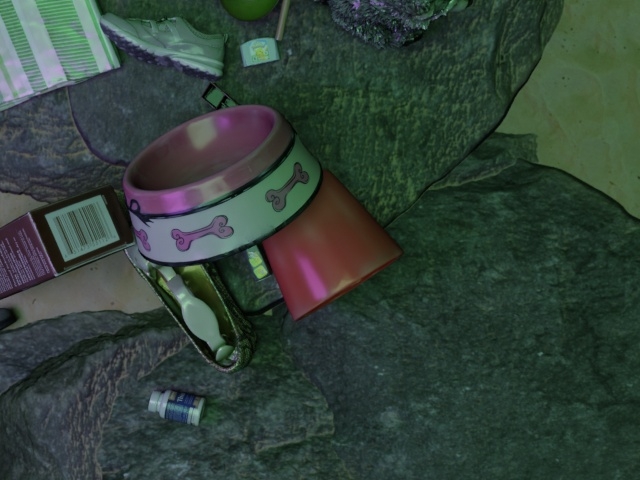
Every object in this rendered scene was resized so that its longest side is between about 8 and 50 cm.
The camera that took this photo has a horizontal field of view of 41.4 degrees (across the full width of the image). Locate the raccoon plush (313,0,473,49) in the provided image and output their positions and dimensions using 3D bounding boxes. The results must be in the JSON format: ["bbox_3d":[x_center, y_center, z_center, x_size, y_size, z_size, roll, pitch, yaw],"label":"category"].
[{"bbox_3d":[0.077,-0.504,1.707,0.447,0.299,0.216,-3,96,3],"label":"raccoon plush"}]

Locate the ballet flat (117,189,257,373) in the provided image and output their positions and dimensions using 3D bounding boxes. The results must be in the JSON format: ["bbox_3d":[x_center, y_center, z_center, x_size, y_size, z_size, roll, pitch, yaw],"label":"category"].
[{"bbox_3d":[-0.301,0.086,1.844,0.164,0.182,0.482,-34,93,4],"label":"ballet flat"}]

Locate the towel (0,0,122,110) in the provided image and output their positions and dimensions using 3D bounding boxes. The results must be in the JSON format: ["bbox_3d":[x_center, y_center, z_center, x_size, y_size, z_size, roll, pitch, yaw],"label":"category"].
[{"bbox_3d":[-0.628,-0.443,1.858,0.325,0.038,0.247,-17,106,5],"label":"towel"}]

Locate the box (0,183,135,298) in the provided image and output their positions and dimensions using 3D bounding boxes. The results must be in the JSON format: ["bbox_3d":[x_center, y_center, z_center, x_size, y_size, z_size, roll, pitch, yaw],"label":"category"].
[{"bbox_3d":[-0.569,0.015,1.743,0.381,0.191,0.143,-15,99,48],"label":"box"}]

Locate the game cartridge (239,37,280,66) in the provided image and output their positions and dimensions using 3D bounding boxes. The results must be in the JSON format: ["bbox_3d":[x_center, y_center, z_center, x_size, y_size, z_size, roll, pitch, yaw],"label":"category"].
[{"bbox_3d":[-0.135,-0.418,1.868,0.083,0.017,0.056,-12,91,4],"label":"game cartridge"}]

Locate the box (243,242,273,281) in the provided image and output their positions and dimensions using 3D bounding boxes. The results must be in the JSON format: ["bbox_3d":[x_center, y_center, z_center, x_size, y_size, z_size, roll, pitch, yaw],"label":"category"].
[{"bbox_3d":[-0.160,-0.016,1.861,0.036,0.114,0.207,-23,94,5],"label":"box"}]

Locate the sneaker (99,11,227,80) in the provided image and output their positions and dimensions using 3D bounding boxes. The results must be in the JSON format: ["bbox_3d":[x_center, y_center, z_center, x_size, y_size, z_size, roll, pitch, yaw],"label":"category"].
[{"bbox_3d":[-0.337,-0.442,1.840,0.281,0.105,0.115,18,83,-14],"label":"sneaker"}]

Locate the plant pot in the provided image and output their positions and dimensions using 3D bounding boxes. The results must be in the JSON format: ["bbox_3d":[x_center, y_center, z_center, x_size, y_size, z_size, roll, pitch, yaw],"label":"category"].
[{"bbox_3d":[0.000,0.000,1.798,0.275,0.275,0.243,-33,83,5],"label":"plant pot"}]

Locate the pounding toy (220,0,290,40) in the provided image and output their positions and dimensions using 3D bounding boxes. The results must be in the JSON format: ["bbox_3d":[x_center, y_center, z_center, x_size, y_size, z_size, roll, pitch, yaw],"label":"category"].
[{"bbox_3d":[-0.157,-0.543,1.753,0.237,0.110,0.183,38,114,31],"label":"pounding toy"}]

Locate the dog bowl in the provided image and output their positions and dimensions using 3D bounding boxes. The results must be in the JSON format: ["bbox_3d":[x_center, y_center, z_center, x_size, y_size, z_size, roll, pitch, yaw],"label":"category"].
[{"bbox_3d":[-0.209,-0.128,1.690,0.408,0.408,0.150,-21,119,4],"label":"dog bowl"}]

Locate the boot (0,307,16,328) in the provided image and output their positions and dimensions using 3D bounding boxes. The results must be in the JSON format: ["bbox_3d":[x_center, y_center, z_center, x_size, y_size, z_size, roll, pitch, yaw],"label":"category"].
[{"bbox_3d":[-0.877,0.134,1.913,0.338,0.118,0.222,-12,90,-1],"label":"boot"}]

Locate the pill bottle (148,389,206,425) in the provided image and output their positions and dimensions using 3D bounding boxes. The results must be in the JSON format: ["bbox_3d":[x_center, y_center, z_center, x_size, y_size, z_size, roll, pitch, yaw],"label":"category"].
[{"bbox_3d":[-0.328,0.378,1.932,0.120,0.067,0.067,13,96,1],"label":"pill bottle"}]

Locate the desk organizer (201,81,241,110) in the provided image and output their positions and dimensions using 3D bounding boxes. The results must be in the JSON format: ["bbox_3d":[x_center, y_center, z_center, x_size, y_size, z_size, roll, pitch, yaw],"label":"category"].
[{"bbox_3d":[-0.203,-0.292,1.866,0.130,0.050,0.047,40,96,-2],"label":"desk organizer"}]
